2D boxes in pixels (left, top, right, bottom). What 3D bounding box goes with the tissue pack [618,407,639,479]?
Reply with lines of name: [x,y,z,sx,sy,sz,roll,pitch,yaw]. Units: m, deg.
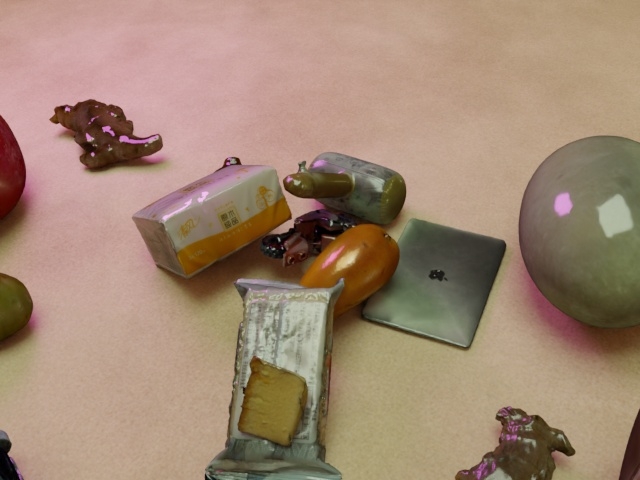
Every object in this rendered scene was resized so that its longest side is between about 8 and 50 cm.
tissue pack: [0.503,0.306,0.623,0.387,0.267,0.277,13,47,18]

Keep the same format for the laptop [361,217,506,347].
laptop: [0.203,0.064,1.116,0.187,0.015,0.269,14,45,20]

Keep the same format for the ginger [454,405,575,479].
ginger: [0.214,0.324,0.771,0.122,0.084,0.290,24,49,20]

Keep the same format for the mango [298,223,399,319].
mango: [0.036,0.063,1.053,0.112,0.145,0.219,45,75,2]

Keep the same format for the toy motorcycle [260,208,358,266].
toy motorcycle: [0.000,0.000,1.150,0.212,0.084,0.118,-19,37,-38]

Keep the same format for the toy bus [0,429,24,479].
toy bus: [-0.459,0.275,0.771,0.147,0.256,0.128,-33,48,-24]

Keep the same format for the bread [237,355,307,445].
bread: [-0.059,0.202,0.800,0.084,0.109,0.080,18,65,9]

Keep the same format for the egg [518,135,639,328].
egg: [0.444,-0.020,1.007,0.258,0.258,0.352,8,46,15]

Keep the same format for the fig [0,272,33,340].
fig: [-0.555,0.112,1.070,0.153,0.121,0.136,-20,28,19]

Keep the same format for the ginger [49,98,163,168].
ginger: [-0.513,-0.249,1.503,0.166,0.080,0.333,-43,59,-16]

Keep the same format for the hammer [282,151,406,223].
hammer: [0.020,-0.100,1.162,0.202,0.113,0.305,18,11,28]

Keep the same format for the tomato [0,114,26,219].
tomato: [-0.703,-0.127,1.318,0.309,0.170,0.309,-11,67,27]

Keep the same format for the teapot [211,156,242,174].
teapot: [-0.187,-0.125,1.322,0.098,0.078,0.129,-1,42,5]

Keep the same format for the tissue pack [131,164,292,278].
tissue pack: [-0.196,-0.043,1.156,0.225,0.124,0.185,-31,19,-26]

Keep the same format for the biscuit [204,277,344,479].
biscuit: [-0.058,0.190,0.906,0.186,0.079,0.309,-2,65,10]
